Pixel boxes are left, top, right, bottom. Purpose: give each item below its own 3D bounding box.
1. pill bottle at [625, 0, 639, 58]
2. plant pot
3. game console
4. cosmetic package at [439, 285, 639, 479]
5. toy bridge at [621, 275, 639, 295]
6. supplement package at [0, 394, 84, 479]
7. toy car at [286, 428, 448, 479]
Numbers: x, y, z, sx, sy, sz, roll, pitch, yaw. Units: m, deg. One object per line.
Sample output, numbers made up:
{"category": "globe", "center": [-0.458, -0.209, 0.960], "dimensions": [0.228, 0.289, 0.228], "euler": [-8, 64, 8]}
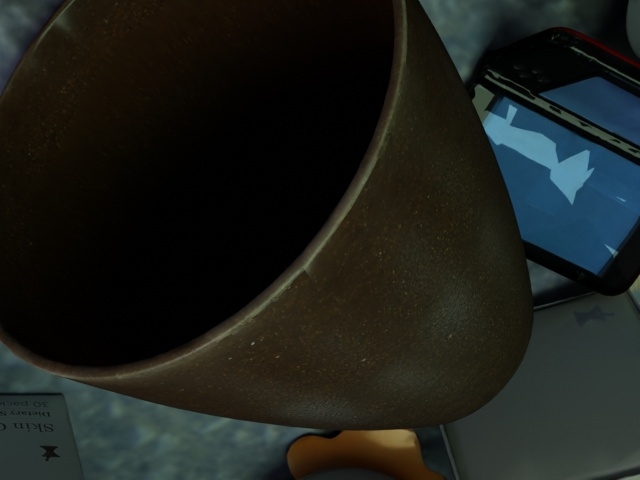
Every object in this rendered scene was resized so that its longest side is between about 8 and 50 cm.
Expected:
{"category": "pill bottle", "center": [0.251, -0.095, 0.662], "dimensions": [0.180, 0.108, 0.108], "euler": [20, 110, -29]}
{"category": "plant pot", "center": [0.000, 0.000, 0.583], "dimensions": [0.215, 0.215, 0.230], "euler": [-44, 138, 7]}
{"category": "game console", "center": [0.139, -0.033, 0.655], "dimensions": [0.144, 0.124, 0.085], "euler": [24, 82, -15]}
{"category": "cosmetic package", "center": [0.159, 0.195, 0.756], "dimensions": [0.129, 0.153, 0.296], "euler": [-14, 122, 3]}
{"category": "toy bridge", "center": [0.193, 0.012, 0.750], "dimensions": [0.063, 0.026, 0.188], "euler": [-20, 122, -7]}
{"category": "supplement package", "center": [-0.254, 0.195, 0.616], "dimensions": [0.262, 0.145, 0.204], "euler": [2, 117, -22]}
{"category": "toy car", "center": [-0.013, 0.206, 0.719], "dimensions": [0.210, 0.219, 0.238], "euler": [17, 70, -3]}
